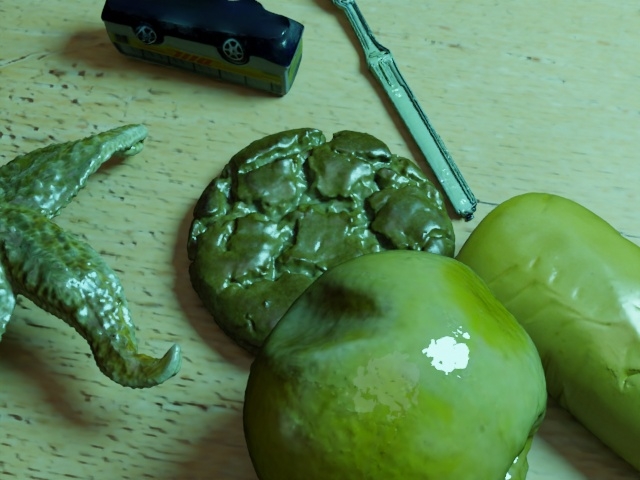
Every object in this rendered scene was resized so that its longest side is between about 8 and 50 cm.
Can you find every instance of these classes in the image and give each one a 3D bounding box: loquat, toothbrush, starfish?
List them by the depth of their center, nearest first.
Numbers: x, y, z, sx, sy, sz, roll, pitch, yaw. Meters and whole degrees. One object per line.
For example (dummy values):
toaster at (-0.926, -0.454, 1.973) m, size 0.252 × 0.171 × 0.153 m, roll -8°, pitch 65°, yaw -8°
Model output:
loquat at (0.045, 0.106, 0.820) m, size 0.213 × 0.213 × 0.213 m, roll -1°, pitch 60°, yaw 2°
starfish at (-0.252, 0.008, 0.960) m, size 0.375 × 0.094 × 0.327 m, roll 37°, pitch 70°, yaw 27°
toothbrush at (0.064, -0.136, 1.066) m, size 0.026 × 0.028 × 0.294 m, roll -22°, pitch 66°, yaw -8°

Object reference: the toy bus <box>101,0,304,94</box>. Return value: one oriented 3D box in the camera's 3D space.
toy bus at (-0.101, -0.178, 1.070) m, size 0.172 × 0.072 × 0.057 m, roll 14°, pitch 63°, yaw 9°

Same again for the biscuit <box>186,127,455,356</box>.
biscuit at (0.000, 0.000, 0.979) m, size 0.225 × 0.042 × 0.226 m, roll -2°, pitch 59°, yaw 3°

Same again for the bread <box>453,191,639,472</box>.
bread at (0.232, 0.081, 0.893) m, size 0.305 × 0.091 × 0.142 m, roll 39°, pitch 74°, yaw 23°
